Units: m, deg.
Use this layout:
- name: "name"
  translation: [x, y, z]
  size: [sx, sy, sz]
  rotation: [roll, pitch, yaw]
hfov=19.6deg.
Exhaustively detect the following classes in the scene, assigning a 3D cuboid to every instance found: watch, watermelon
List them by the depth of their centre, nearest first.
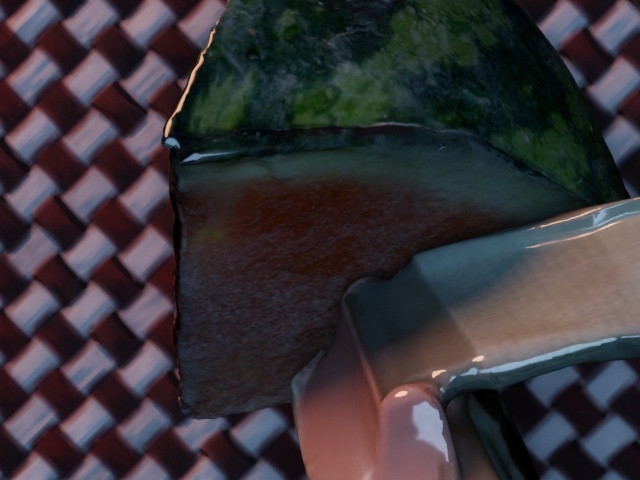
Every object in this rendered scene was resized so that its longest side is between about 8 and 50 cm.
- name: "watch"
  translation: [0.143, 0.096, 0.611]
  size: [0.241, 0.162, 0.253]
  rotation: [-26, 114, 4]
- name: "watermelon"
  translation: [0.018, -0.006, 0.629]
  size: [0.136, 0.207, 0.202]
  rotation: [22, 112, 29]
